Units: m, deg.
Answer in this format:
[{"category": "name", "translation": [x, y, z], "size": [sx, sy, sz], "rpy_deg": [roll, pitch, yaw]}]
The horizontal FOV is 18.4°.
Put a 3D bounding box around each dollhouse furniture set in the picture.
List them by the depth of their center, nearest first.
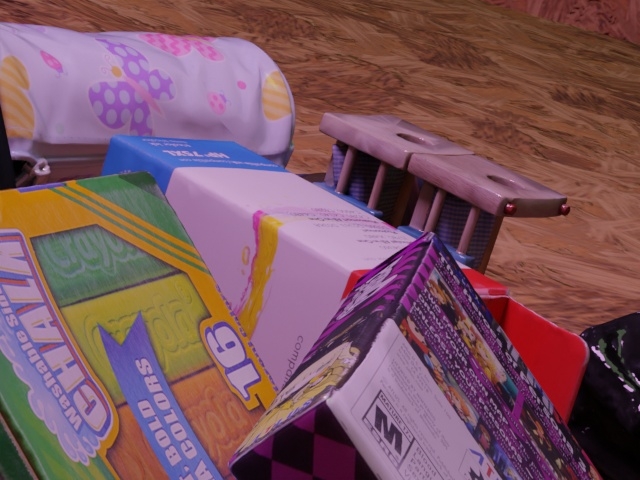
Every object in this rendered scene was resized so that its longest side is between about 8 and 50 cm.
[{"category": "dollhouse furniture set", "translation": [0.013, 0.015, 1.015], "size": [0.129, 0.129, 0.183], "rpy_deg": [27, 17, 35]}]

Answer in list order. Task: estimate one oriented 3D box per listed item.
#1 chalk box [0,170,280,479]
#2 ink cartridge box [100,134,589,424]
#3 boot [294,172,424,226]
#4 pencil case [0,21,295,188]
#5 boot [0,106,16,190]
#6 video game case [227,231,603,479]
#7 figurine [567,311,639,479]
[{"category": "chalk box", "translation": [-0.101, 0.072, 0.514], "size": [0.132, 0.132, 0.213], "rpy_deg": [61, 16, 3]}, {"category": "ink cartridge box", "translation": [-0.010, 0.056, 0.838], "size": [0.078, 0.134, 0.231], "rpy_deg": [2, 20, -45]}, {"category": "boot", "translation": [0.000, 0.000, 1.223], "size": [0.106, 0.082, 0.219], "rpy_deg": [-4, 12, 33]}, {"category": "pencil case", "translation": [-0.136, -0.076, 1.219], "size": [0.124, 0.113, 0.273], "rpy_deg": [24, 16, 35]}, {"category": "boot", "translation": [-0.229, -0.185, 0.782], "size": [0.146, 0.445, 0.367], "rpy_deg": [-5, -2, 6]}, {"category": "video game case", "translation": [0.072, 0.121, 0.617], "size": [0.232, 0.042, 0.210], "rpy_deg": [56, 16, -5]}, {"category": "figurine", "translation": [0.140, 0.111, 0.907], "size": [0.215, 0.092, 0.209], "rpy_deg": [6, 22, -32]}]
